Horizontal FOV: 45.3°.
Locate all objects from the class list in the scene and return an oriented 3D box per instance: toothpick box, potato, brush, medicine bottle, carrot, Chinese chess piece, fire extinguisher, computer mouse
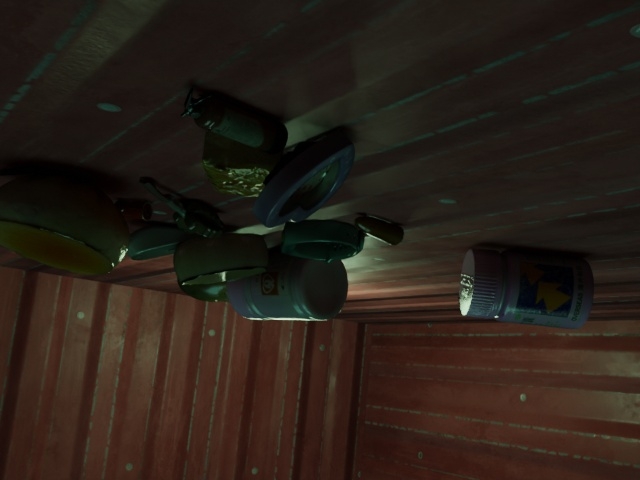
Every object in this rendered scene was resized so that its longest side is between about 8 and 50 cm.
[{"bbox_3d":[-0.431,-0.068,1.756,0.083,0.047,0.047,3,169,19],"label":"toothpick box"},{"bbox_3d":[-0.355,0.123,2.447,0.251,0.159,0.174,9,149,32],"label":"potato"},{"bbox_3d":[-0.305,-0.068,1.662,0.084,0.071,0.301,6,165,20],"label":"brush"},{"bbox_3d":[-0.098,0.127,2.195,0.315,0.202,0.202,-5,165,43],"label":"medicine bottle"},{"bbox_3d":[0.127,-0.025,1.688,0.048,0.048,0.139,-4,164,43],"label":"carrot"},{"bbox_3d":[-0.261,0.052,2.020,0.249,0.103,0.250,-10,171,-2],"label":"Chinese chess piece"},{"bbox_3d":[-0.122,-0.167,1.063,0.062,0.050,0.177,-28,151,35],"label":"fire extinguisher"},{"bbox_3d":[0.498,0.116,1.877,0.290,0.178,0.178,6,169,-2],"label":"medicine bottle"},{"bbox_3d":[-0.411,-0.004,2.030,0.230,0.079,0.128,-9,171,-13],"label":"computer mouse"}]

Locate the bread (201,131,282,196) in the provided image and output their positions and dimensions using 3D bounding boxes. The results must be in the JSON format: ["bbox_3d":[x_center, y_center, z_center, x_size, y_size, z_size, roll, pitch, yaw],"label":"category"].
[{"bbox_3d":[-0.120,-0.119,1.257,0.125,0.068,0.188,6,169,-1],"label":"bread"}]

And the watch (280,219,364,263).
[{"bbox_3d":[0.000,0.000,1.853,0.195,0.068,0.237,5,166,-6],"label":"watch"}]

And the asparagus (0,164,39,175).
[{"bbox_3d":[-0.665,-0.139,1.584,0.232,0.023,0.022,-1,123,31],"label":"asparagus"}]

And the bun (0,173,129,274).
[{"bbox_3d":[-0.538,-0.049,1.606,0.298,0.165,0.299,13,157,5],"label":"bun"}]

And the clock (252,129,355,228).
[{"bbox_3d":[-0.022,-0.102,1.159,0.064,0.172,0.198,45,-156,13],"label":"clock"}]
